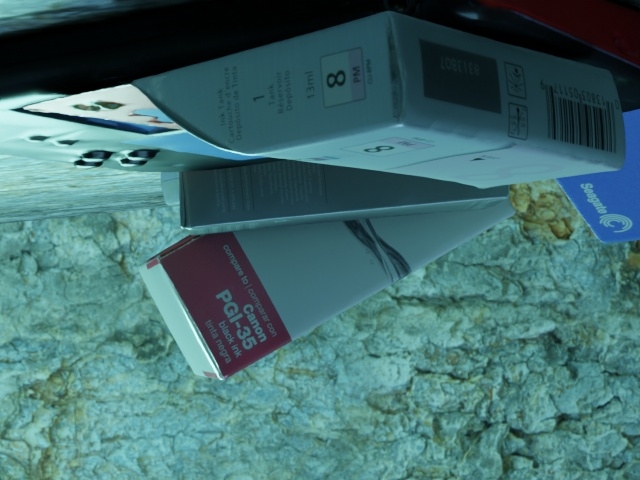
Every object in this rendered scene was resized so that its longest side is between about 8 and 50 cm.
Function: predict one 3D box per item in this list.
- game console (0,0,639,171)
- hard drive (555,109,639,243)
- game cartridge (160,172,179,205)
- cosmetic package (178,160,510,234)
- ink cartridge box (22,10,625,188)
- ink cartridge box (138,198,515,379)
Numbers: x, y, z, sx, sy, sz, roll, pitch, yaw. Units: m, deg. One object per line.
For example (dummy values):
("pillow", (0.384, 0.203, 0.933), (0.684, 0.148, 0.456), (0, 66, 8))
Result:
("game console", (-0.021, -0.085, 0.924), (0.386, 0.060, 0.342), (-7, 179, 28))
("hard drive", (0.300, -0.077, 1.057), (0.319, 0.040, 0.210), (-7, 148, 29))
("game cartridge", (0.039, -0.083, 1.683), (0.355, 0.068, 0.230), (-6, -177, -38))
("cosmetic package", (0.014, -0.063, 1.221), (0.238, 0.107, 0.127), (-3, 178, -1))
("ink cartridge box", (0.002, -0.051, 0.801), (0.232, 0.066, 0.189), (-13, 169, 38))
("ink cartridge box", (0.000, 0.000, 1.392), (0.283, 0.117, 0.207), (-29, -179, -11))
